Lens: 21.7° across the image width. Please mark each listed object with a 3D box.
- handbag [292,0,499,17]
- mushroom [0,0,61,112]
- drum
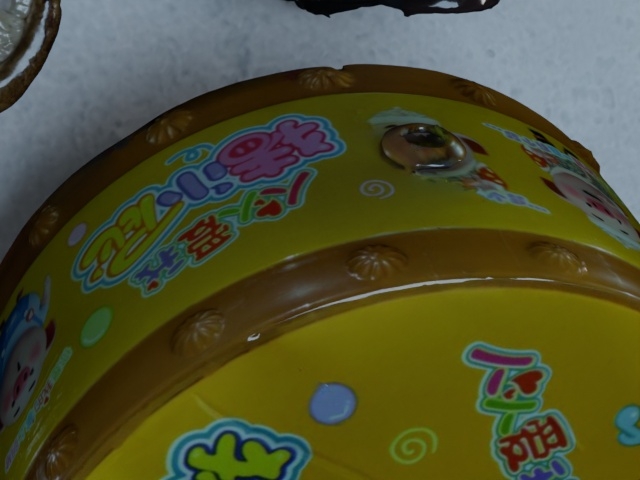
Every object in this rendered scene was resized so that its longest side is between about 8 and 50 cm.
[{"bbox_3d":[0.072,-0.221,0.962,0.254,0.181,0.181,-13,106,-24],"label":"handbag"},{"bbox_3d":[-0.200,-0.124,0.903,0.123,0.052,0.123,-3,96,-31],"label":"mushroom"},{"bbox_3d":[0.020,0.127,0.909,0.431,0.214,0.431,-8,125,-11],"label":"drum"}]
